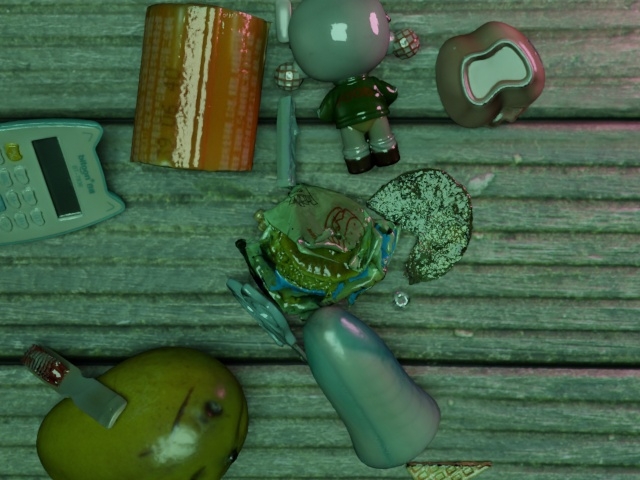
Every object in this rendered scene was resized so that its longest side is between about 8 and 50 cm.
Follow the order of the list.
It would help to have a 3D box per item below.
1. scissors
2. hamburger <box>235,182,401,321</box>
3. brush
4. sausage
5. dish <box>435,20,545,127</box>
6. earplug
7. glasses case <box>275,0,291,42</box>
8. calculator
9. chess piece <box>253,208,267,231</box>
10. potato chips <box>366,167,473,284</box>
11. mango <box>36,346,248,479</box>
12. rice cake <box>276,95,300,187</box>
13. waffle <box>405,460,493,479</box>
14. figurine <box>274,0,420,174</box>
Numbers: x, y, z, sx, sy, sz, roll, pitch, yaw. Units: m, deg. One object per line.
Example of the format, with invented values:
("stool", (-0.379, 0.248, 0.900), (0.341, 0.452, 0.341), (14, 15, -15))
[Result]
("scissors", (-0.052, 0.210, 1.728), (0.029, 0.191, 0.360), (-44, 109, -16))
("hamburger", (0.002, 0.004, 1.635), (0.260, 0.150, 0.276), (37, 59, 6))
("brush", (-0.473, 0.265, 1.673), (0.060, 0.321, 0.050), (-56, 135, -15))
("sausage", (-0.222, -0.271, 1.634), (0.233, 0.233, 0.287), (8, 94, 1))
("dish", (0.324, -0.313, 1.678), (0.213, 0.090, 0.214), (0, 95, 2))
("earplug", (0.069, 0.248, 1.637), (0.185, 0.185, 0.324), (-32, 118, 4))
("glasses case", (-0.071, -0.424, 1.714), (0.032, 0.021, 0.083), (-4, 96, 0))
("calculator", (-0.582, -0.106, 1.680), (0.386, 0.054, 0.256), (-13, 128, -7))
("chess piece", (-0.057, -0.005, 1.739), (0.172, 0.060, 0.060), (36, 95, 0))
("potato chips", (0.203, -0.029, 1.741), (0.201, 0.029, 0.220), (-13, 93, 0))
("mango", (-0.350, 0.356, 1.692), (0.444, 0.220, 0.302), (-8, 64, 17))
("rice cake", (-0.062, -0.188, 1.703), (0.042, 0.030, 0.180), (-7, 75, 27))
("waffle", (0.259, 0.454, 1.787), (0.152, 0.023, 0.098), (-32, 95, 6))
("figurine", (0.053, -0.312, 1.654), (0.281, 0.167, 0.370), (-14, 104, 7))
